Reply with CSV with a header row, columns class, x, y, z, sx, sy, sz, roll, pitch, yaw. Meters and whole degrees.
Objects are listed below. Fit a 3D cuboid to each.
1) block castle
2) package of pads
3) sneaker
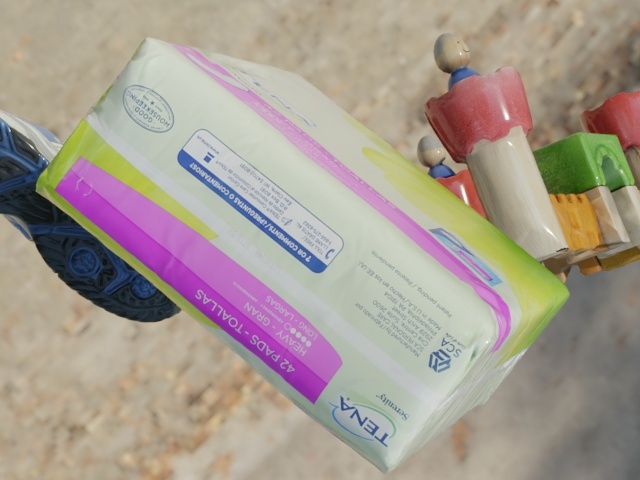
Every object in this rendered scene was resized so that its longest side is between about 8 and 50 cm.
class,x,y,z,sx,sy,sz,roll,pitch,yaw
block castle,0.136,-0.046,1.736,0.303,0.212,0.453,-25,171,27
package of pads,0.000,0.000,0.987,0.101,0.229,0.296,-53,169,10
sneaker,-0.169,-0.028,1.259,0.080,0.211,0.081,-48,-174,11
